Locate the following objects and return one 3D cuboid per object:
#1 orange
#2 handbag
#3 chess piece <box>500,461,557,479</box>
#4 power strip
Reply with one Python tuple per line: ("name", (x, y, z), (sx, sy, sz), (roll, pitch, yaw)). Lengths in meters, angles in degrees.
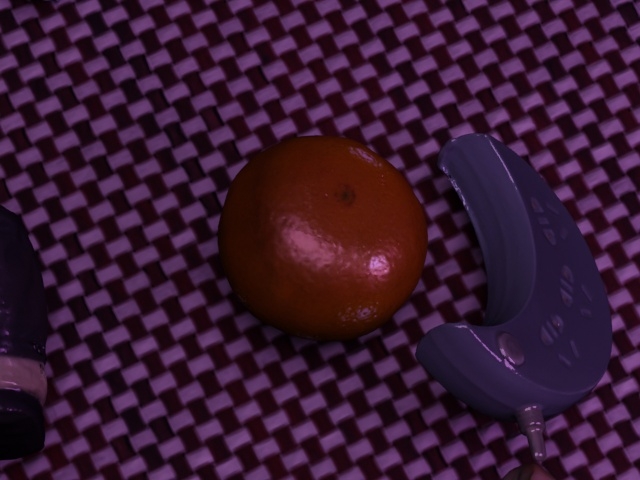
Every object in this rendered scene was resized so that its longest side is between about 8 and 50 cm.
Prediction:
("orange", (0.000, 0.000, 1.376), (0.156, 0.124, 0.156), (9, 58, -16))
("handbag", (-0.313, 0.081, 1.295), (0.254, 0.181, 0.181), (-7, 72, -4))
("chess piece", (0.232, 0.375, 1.248), (0.442, 0.234, 0.234), (40, 74, 2))
("power strip", (0.141, 0.046, 1.350), (0.167, 0.054, 0.253), (35, 38, -25))
